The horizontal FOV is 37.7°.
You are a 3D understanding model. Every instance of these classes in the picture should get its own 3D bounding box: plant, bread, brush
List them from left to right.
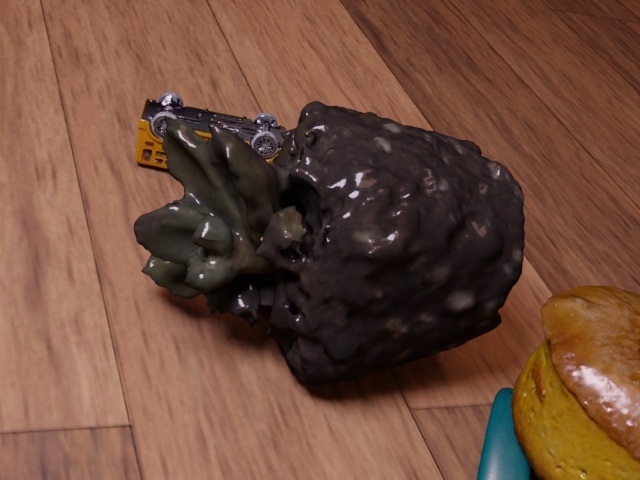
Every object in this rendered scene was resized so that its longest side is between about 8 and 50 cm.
[{"bbox_3d":[0.000,0.000,0.812,0.312,0.215,0.213,2,34,-33],"label":"plant"},{"bbox_3d":[0.158,0.183,0.808,0.043,0.032,0.193,23,22,6],"label":"brush"},{"bbox_3d":[0.286,0.150,0.794,0.268,0.145,0.268,22,30,-14],"label":"bread"}]

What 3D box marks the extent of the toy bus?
[{"bbox_3d":[-0.118,-0.107,1.029,0.162,0.074,0.069,11,28,-9],"label":"toy bus"}]
